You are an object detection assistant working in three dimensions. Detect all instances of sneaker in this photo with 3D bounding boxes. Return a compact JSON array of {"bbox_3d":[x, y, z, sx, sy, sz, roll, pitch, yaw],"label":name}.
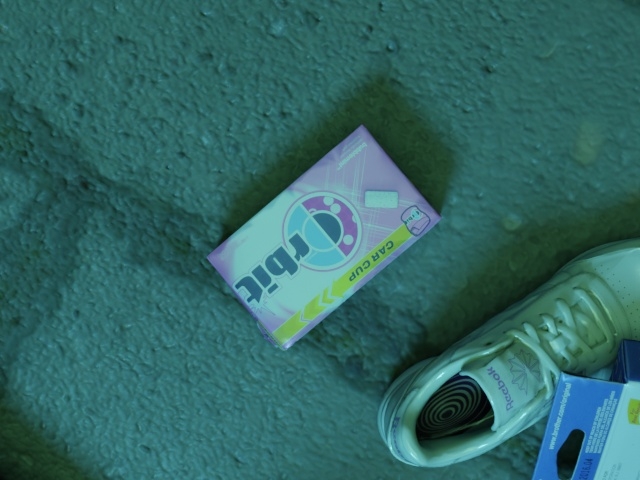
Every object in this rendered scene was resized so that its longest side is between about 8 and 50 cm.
[{"bbox_3d":[0.188,0.104,1.044,0.305,0.152,0.114,-34,88,2],"label":"sneaker"}]

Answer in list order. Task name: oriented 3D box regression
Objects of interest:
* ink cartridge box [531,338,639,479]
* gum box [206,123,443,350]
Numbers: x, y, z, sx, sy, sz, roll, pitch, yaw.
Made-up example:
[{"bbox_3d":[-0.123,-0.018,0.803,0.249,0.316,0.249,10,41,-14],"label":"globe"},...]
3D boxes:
[{"bbox_3d":[0.335,0.176,1.039,0.311,0.065,0.186,6,130,1],"label":"ink cartridge box"},{"bbox_3d":[0.000,0.000,1.093,0.188,0.062,0.107,-40,90,3],"label":"gum box"}]
